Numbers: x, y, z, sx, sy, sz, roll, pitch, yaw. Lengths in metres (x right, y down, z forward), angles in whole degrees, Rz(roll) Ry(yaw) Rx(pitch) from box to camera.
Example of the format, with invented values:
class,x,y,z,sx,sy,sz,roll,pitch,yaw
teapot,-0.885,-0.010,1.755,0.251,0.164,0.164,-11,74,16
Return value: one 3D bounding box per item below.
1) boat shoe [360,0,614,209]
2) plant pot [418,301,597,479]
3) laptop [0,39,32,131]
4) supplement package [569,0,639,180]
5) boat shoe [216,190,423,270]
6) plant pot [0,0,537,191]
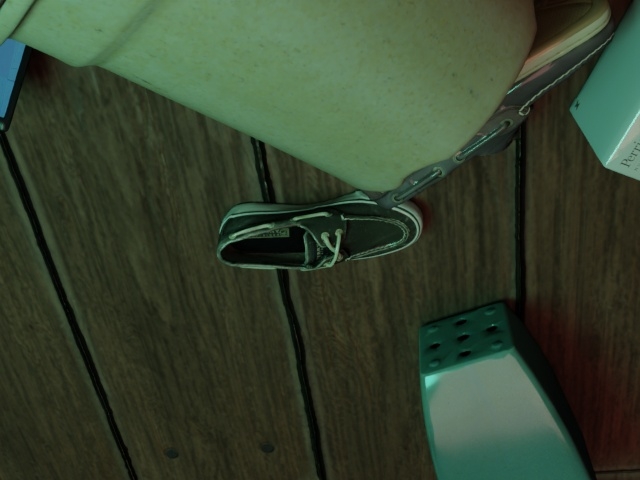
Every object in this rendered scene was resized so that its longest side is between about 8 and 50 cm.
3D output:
class,x,y,z,sx,sy,sz,roll,pitch,yaw
boat shoe,0.143,-0.123,0.704,0.285,0.103,0.092,-32,120,25
plant pot,0.203,0.204,0.869,0.165,0.165,0.234,-19,111,14
laptop,-0.352,-0.253,0.615,0.234,0.136,0.264,17,146,-6
supplement package,0.375,-0.108,0.675,0.244,0.134,0.139,18,121,-8
boat shoe,0.000,0.000,0.802,0.219,0.070,0.078,-5,122,6
plant pot,-0.021,-0.201,0.559,0.305,0.334,0.334,32,119,-29
